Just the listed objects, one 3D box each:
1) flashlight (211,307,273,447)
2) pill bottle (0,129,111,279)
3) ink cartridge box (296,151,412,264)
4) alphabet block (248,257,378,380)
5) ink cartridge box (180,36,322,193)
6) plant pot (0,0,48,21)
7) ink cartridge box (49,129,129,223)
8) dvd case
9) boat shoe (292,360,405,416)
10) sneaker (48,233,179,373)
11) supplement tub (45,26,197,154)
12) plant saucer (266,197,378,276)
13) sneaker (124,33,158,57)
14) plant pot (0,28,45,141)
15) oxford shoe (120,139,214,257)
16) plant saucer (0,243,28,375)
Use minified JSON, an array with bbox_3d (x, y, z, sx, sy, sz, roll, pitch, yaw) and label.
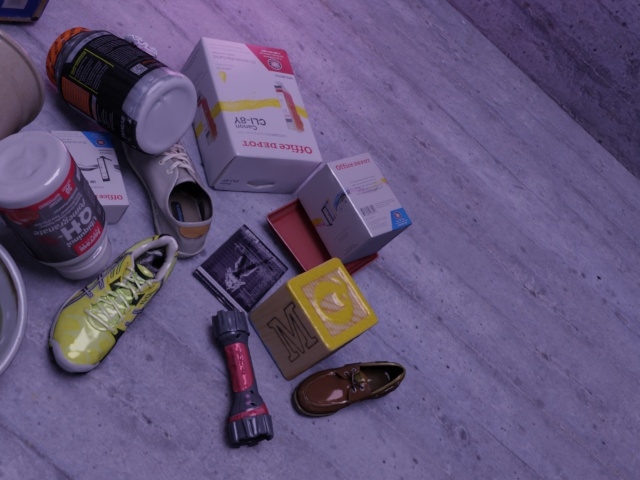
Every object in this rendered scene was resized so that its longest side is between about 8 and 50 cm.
[{"bbox_3d":[-0.182,0.302,1.809,0.103,0.103,0.304,0,63,-33],"label":"flashlight"},{"bbox_3d":[-0.537,-0.057,1.632,0.176,0.318,0.176,-4,56,6],"label":"pill bottle"},{"bbox_3d":[0.086,-0.085,2.148,0.171,0.168,0.233,-18,73,-43],"label":"ink cartridge box"},{"bbox_3d":[-0.019,0.187,1.936,0.192,0.197,0.193,-27,79,-43],"label":"alphabet block"},{"bbox_3d":[-0.189,-0.335,2.186,0.279,0.160,0.385,0,62,-36],"label":"ink cartridge box"},{"bbox_3d":[-0.762,-0.663,1.945,0.236,0.236,0.212,-9,72,-40],"label":"plant pot"},{"bbox_3d":[-0.539,-0.144,1.856,0.148,0.086,0.203,-4,63,-38],"label":"ink cartridge box"},{"bbox_3d":[-0.194,0.076,2.009,0.164,0.018,0.221,46,45,-4],"label":"dvd case"},{"bbox_3d":[0.074,0.343,1.964,0.307,0.104,0.111,-9,67,-40],"label":"boat shoe"},{"bbox_3d":[-0.436,0.114,1.717,0.145,0.147,0.385,38,47,-11],"label":"sneaker"},{"bbox_3d":[-0.473,-0.361,1.904,0.338,0.207,0.207,33,41,23],"label":"supplement tub"},{"bbox_3d":[0.000,0.000,2.181,0.259,0.048,0.258,-32,82,-45],"label":"plant saucer"},{"bbox_3d":[-0.487,-0.507,2.169,0.098,0.038,0.069,28,48,-18],"label":"sneaker"},{"bbox_3d":[-0.754,-0.231,1.584,0.333,0.334,0.305,25,49,-21],"label":"plant pot"},{"bbox_3d":[-0.368,-0.175,1.974,0.169,0.130,0.449,-7,64,-35],"label":"oxford shoe"},{"bbox_3d":[-0.747,0.129,1.473,0.400,0.100,0.401,17,56,-27],"label":"plant saucer"}]
